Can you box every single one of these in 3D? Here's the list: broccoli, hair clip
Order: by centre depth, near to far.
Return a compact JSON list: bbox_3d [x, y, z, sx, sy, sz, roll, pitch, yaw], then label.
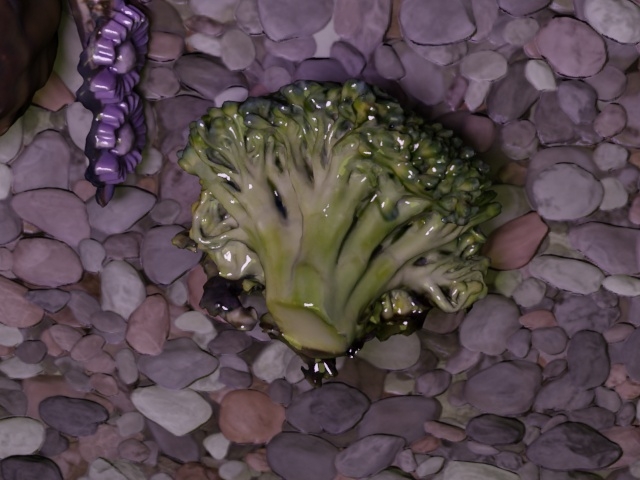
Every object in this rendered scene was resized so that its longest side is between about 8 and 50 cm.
[{"bbox_3d":[-0.222,-0.158,1.599,0.084,0.106,0.292,10,123,15],"label":"hair clip"},{"bbox_3d":[0.009,-0.017,1.612,0.324,0.272,0.334,22,144,39],"label":"broccoli"}]

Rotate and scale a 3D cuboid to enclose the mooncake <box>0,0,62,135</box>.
[{"bbox_3d":[-0.407,-0.213,1.538,0.290,0.161,0.290,3,127,4],"label":"mooncake"}]
